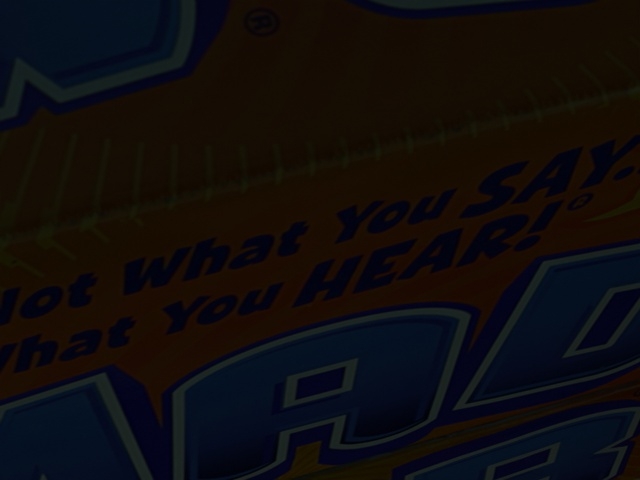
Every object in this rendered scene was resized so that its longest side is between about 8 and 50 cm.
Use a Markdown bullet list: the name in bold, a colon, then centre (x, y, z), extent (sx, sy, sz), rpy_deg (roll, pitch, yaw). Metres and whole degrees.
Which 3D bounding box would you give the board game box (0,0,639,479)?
- **board game box**: centre (-0.067, -0.070, 0.567), extent (0.356, 0.357, 0.356), rpy_deg (97, 155, -59)
